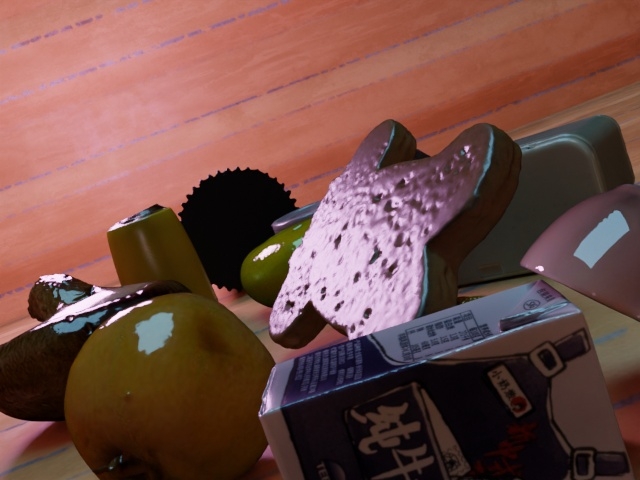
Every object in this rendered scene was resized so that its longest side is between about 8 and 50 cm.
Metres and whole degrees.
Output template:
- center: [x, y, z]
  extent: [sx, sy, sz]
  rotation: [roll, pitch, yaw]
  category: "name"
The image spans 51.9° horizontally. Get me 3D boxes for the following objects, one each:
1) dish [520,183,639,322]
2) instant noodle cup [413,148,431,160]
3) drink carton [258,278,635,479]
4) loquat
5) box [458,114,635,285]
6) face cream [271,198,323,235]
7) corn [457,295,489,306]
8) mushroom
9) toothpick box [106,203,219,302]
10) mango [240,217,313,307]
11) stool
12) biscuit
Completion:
- center: [0.260, 0.024, 0.478]
  extent: [0.090, 0.213, 0.213]
  rotation: [-64, 7, 5]
  category: "dish"
- center: [0.170, -0.104, 1.520]
  extent: [0.218, 0.217, 0.207]
  rotation: [-20, 2, 0]
  category: "instant noodle cup"
- center: [0.085, 0.129, 0.466]
  extent: [0.222, 0.134, 0.102]
  rotation: [-19, 6, 5]
  category: "drink carton"
- center: [-0.143, 0.154, 0.650]
  extent: [0.208, 0.208, 0.208]
  rotation: [-20, 9, 3]
  category: "loquat"
- center: [0.310, -0.072, 1.080]
  extent: [0.352, 0.177, 0.344]
  rotation: [-16, 9, 35]
  category: "box"
- center: [0.000, 0.000, 1.416]
  extent: [0.177, 0.152, 0.177]
  rotation: [-21, 8, 3]
  category: "face cream"
- center: [0.174, 0.093, 0.719]
  extent: [0.067, 0.067, 0.206]
  rotation: [-25, 7, -28]
  category: "corn"
- center: [-0.360, 0.170, 1.074]
  extent: [0.345, 0.239, 0.345]
  rotation: [-27, 26, 15]
  category: "mushroom"
- center: [-0.330, 0.067, 1.359]
  extent: [0.175, 0.271, 0.175]
  rotation: [-20, 8, 3]
  category: "toothpick box"
- center: [-0.047, 0.051, 1.225]
  extent: [0.273, 0.149, 0.185]
  rotation: [-21, 13, 35]
  category: "mango"
- center: [-0.215, -0.028, 1.685]
  extent: [0.297, 0.297, 0.330]
  rotation: [-22, 5, -10]
  category: "stool"
- center: [0.088, -0.001, 0.861]
  extent: [0.368, 0.076, 0.394]
  rotation: [-63, 23, -10]
  category: "biscuit"
